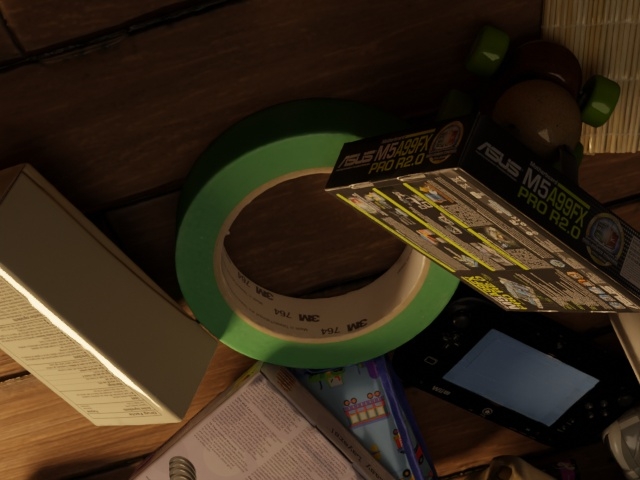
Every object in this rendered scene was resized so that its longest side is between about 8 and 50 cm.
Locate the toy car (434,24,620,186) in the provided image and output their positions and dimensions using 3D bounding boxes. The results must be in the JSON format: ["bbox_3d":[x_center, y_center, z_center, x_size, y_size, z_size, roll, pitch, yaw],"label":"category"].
[{"bbox_3d":[0.204,-0.104,1.070,0.155,0.188,0.149,22,121,-5],"label":"toy car"}]

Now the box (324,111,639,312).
[{"bbox_3d":[0.169,-0.016,1.052,0.270,0.216,0.060,32,72,-25],"label":"box"}]

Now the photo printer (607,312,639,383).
[{"bbox_3d":[0.467,0.208,1.264,0.107,0.307,0.256,-36,120,19],"label":"photo printer"}]

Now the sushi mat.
[{"bbox_3d":[0.302,-0.221,1.119,0.151,0.019,0.316,-6,126,-3],"label":"sushi mat"}]

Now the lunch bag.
[{"bbox_3d":[0.012,0.267,1.381,0.221,0.138,0.293,-17,116,9],"label":"lunch bag"}]

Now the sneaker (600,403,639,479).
[{"bbox_3d":[0.477,0.296,1.466,0.132,0.086,0.229,-31,122,13],"label":"sneaker"}]

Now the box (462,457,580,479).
[{"bbox_3d":[0.286,0.369,1.530,0.162,0.029,0.116,-12,125,1],"label":"box"}]

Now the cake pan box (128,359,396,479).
[{"bbox_3d":[-0.060,0.307,1.318,0.267,0.070,0.246,45,110,-5],"label":"cake pan box"}]

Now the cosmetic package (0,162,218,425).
[{"bbox_3d":[-0.276,0.070,1.174,0.160,0.113,0.309,-10,134,40],"label":"cosmetic package"}]

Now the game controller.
[{"bbox_3d":[0.248,0.164,1.354,0.319,0.067,0.166,26,114,-21],"label":"game controller"}]

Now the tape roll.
[{"bbox_3d":[0.000,0.000,1.210,0.321,0.077,0.321,-2,125,-3],"label":"tape roll"}]

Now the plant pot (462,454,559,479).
[{"bbox_3d":[0.302,0.448,1.399,0.305,0.334,0.334,37,115,-8],"label":"plant pot"}]
